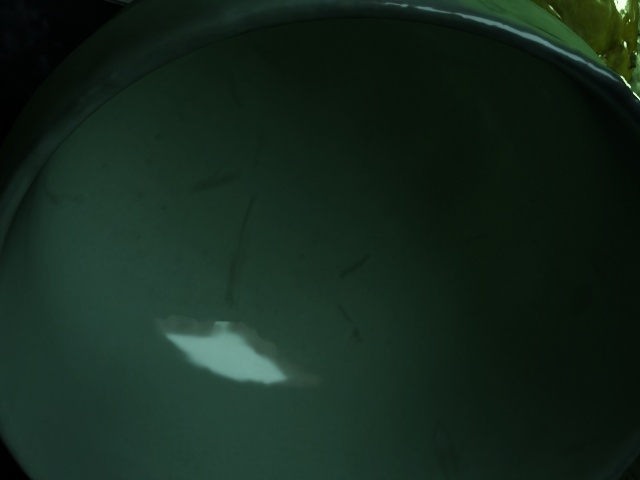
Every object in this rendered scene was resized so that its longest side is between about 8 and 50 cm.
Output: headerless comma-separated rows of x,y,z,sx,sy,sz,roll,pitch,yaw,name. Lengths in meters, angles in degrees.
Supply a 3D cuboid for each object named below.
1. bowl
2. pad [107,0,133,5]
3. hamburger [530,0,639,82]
0.000,0.000,0.773,0.307,0.307,0.163,39,19,-28,bowl
-0.110,-0.249,0.905,0.176,0.002,0.266,11,72,-40,pad
0.078,-0.185,0.916,0.285,0.134,0.265,46,20,-31,hamburger
